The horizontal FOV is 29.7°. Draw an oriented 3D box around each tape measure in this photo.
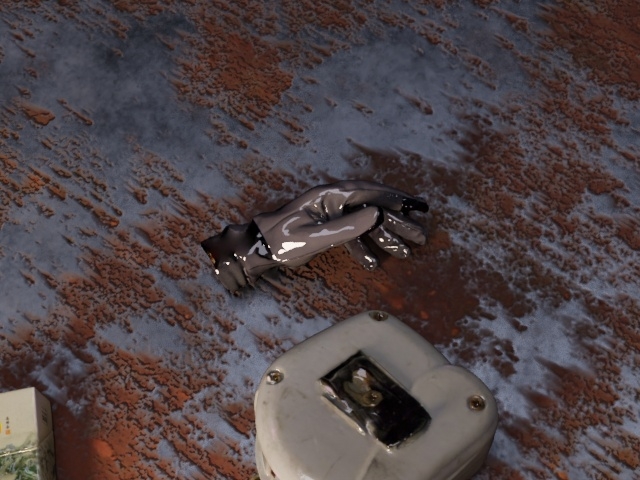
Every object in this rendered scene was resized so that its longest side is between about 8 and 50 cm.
[{"bbox_3d":[0.052,0.218,1.339,0.265,0.130,0.258,40,62,22],"label":"tape measure"}]

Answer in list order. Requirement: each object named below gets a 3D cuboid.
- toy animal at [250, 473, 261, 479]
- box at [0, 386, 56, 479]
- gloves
[{"bbox_3d":[-0.094,0.316,1.378,0.219,0.069,0.086,-17,76,2],"label":"toy animal"},{"bbox_3d":[-0.395,0.315,1.413,0.164,0.069,0.256,-11,67,2],"label":"box"},{"bbox_3d":[-0.007,-0.008,1.472,0.285,0.142,0.119,-9,95,2],"label":"gloves"}]
